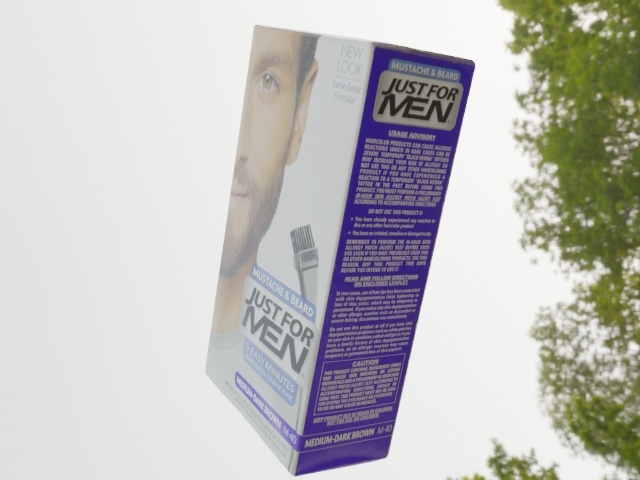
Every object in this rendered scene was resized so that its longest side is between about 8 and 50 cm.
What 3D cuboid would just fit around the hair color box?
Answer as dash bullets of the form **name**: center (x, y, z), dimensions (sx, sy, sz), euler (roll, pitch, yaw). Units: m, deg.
- **hair color box**: center (0.000, 0.000, 0.609), dimensions (0.110, 0.185, 0.339), euler (2, -73, -34)
